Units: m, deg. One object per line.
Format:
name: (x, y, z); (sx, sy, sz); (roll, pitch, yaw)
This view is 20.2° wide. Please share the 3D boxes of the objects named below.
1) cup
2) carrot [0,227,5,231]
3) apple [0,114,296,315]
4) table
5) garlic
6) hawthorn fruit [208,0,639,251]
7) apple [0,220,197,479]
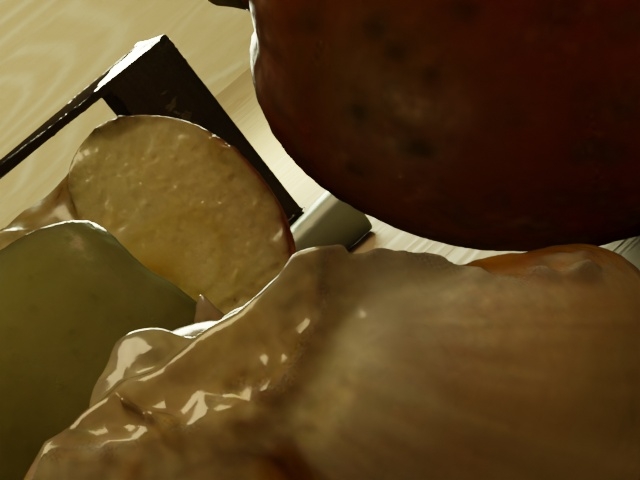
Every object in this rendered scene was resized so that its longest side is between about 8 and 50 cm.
cup: (-0.003, -0.004, 1.648); (0.083, 0.054, 0.075); (-43, 13, -10)
carrot: (-0.291, 0.098, 1.729); (0.341, 0.224, 0.224); (-32, 13, 15)
apple: (-0.151, 0.056, 1.502); (0.293, 0.251, 0.163); (-44, -13, -4)
table: (-0.214, -0.040, 1.960); (0.282, 0.250, 0.196); (-41, 12, -8)
garlic: (0.009, 0.094, 0.837); (0.286, 0.249, 0.313); (-54, -11, -2)
hawthorn fruit: (0.105, -0.187, 1.116); (0.403, 0.403, 0.403); (-37, 11, 9)
apple: (-0.160, 0.140, 1.103); (0.257, 0.233, 0.295); (-60, 4, -15)
